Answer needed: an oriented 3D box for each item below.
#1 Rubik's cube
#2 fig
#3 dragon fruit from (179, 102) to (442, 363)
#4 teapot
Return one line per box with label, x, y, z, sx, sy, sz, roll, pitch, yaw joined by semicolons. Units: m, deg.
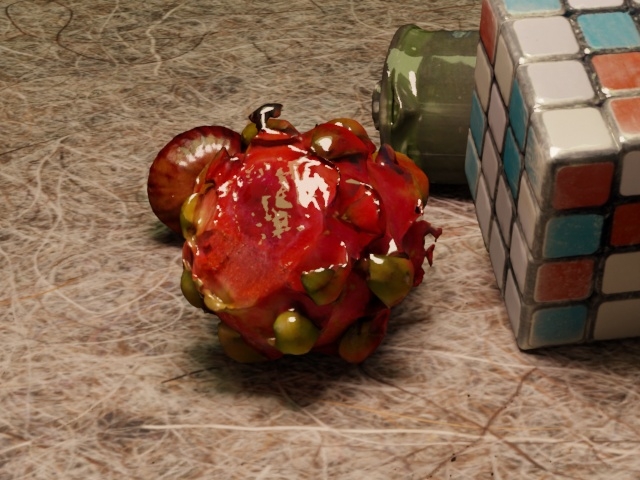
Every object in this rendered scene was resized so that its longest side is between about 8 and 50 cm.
Rubik's cube;0.286;-0.079;1.807;0.253;0.256;0.259;-4;44;-7
fig;-0.113;-0.065;2.087;0.128;0.128;0.150;7;20;24
dragon fruit;0.003;-0.007;1.816;0.227;0.243;0.307;45;63;10
teapot;0.232;-0.148;2.149;0.337;0.200;0.270;3;12;20
